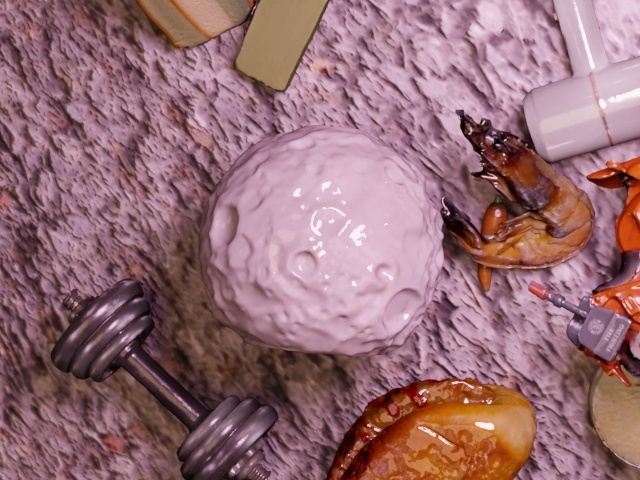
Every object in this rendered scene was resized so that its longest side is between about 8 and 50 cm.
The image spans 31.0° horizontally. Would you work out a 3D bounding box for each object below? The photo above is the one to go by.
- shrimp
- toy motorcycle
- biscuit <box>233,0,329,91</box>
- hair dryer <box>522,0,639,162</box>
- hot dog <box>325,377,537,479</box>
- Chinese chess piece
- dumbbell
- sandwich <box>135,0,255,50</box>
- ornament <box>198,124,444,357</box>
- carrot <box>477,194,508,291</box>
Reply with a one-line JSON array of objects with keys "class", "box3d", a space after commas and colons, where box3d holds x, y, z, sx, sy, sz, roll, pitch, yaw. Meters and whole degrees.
[{"class": "shrimp", "box3d": [0.246, -0.053, 1.577, 0.178, 0.075, 0.289, -42, 126, 20]}, {"class": "toy motorcycle", "box3d": [0.421, 0.017, 1.507, 0.221, 0.148, 0.326, 29, 97, 27]}, {"class": "biscuit", "box3d": [-0.026, -0.376, 1.664, 0.099, 0.038, 0.322, 26, 101, 5]}, {"class": "hair dryer", "box3d": [0.338, -0.296, 1.571, 0.173, 0.107, 0.357, -15, 84, 14]}, {"class": "hot dog", "box3d": [0.120, 0.349, 1.644, 0.223, 0.185, 0.405, 34, 102, 6]}, {"class": "Chinese chess piece", "box3d": [0.468, 0.225, 1.602, 0.188, 0.083, 0.188, 3, 99, 16]}, {"class": "dumbbell", "box3d": [-0.230, 0.220, 1.715, 0.406, 0.179, 0.179, 43, 104, 6]}, {"class": "sandwich", "box3d": [-0.210, -0.401, 1.621, 0.155, 0.198, 0.227, -23, 91, 15]}, {"class": "ornament", "box3d": [0.000, 0.000, 1.554, 0.337, 0.337, 0.337, 2, 97, 13]}, {"class": "carrot", "box3d": [0.244, 0.004, 1.651, 0.035, 0.035, 0.142, 12, 105, 12]}]
